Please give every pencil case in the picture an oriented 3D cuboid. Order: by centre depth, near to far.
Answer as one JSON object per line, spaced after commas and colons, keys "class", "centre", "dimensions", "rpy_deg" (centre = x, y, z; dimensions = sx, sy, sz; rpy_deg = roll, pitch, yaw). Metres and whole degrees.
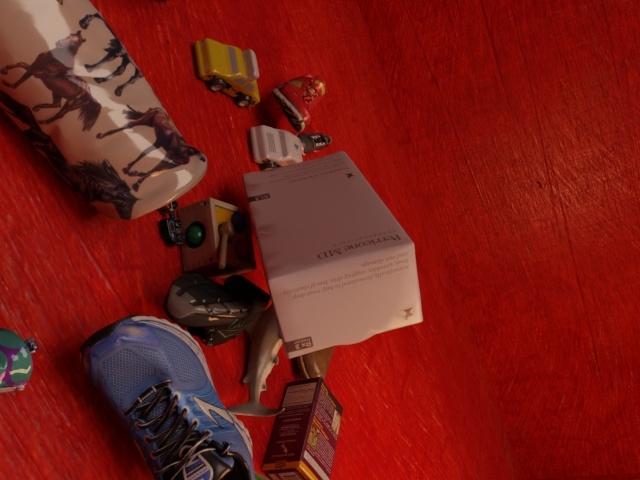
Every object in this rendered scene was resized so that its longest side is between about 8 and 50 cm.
{"class": "pencil case", "centre": [-0.338, 0.132, 0.481], "dimensions": [0.070, 0.064, 0.152], "rpy_deg": [49, 25, 6]}
{"class": "pencil case", "centre": [-0.305, -0.209, 0.648], "dimensions": [0.410, 0.160, 0.183], "rpy_deg": [58, 43, -30]}

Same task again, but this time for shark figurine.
{"class": "shark figurine", "centre": [-0.111, 0.182, 0.939], "dimensions": [0.116, 0.166, 0.278], "rpy_deg": [34, 58, -19]}

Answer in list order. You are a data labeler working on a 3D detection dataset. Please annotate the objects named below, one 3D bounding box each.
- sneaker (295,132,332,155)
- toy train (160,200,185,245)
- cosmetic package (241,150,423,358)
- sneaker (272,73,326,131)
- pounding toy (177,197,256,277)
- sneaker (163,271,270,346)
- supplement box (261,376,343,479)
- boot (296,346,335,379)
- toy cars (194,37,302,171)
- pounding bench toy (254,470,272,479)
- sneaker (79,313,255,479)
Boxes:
{"class": "sneaker", "centre": [-0.015, -0.267, 1.418], "dimensions": [0.158, 0.065, 0.061], "rpy_deg": [-35, 108, -65]}
{"class": "toy train", "centre": [-0.249, -0.068, 0.845], "dimensions": [0.036, 0.027, 0.158], "rpy_deg": [-6, 81, -55]}
{"class": "cosmetic package", "centre": [0.000, 0.000, 0.897], "dimensions": [0.385, 0.217, 0.156], "rpy_deg": [-119, -165, -60]}
{"class": "sneaker", "centre": [-0.042, -0.351, 1.280], "dimensions": [0.107, 0.118, 0.279], "rpy_deg": [57, 11, -27]}
{"class": "pounding toy", "centre": [-0.167, 0.002, 0.882], "dimensions": [0.141, 0.100, 0.130], "rpy_deg": [19, 58, -62]}
{"class": "sneaker", "centre": [-0.155, 0.114, 0.794], "dimensions": [0.101, 0.106, 0.267], "rpy_deg": [35, 4, 16]}
{"class": "supplement box", "centre": [-0.027, 0.362, 0.984], "dimensions": [0.104, 0.081, 0.188], "rpy_deg": [59, 28, -29]}
{"class": "boot", "centre": [0.020, 0.175, 1.165], "dimensions": [0.112, 0.115, 0.305], "rpy_deg": [57, 30, -36]}
{"class": "toy cars", "centre": [-0.125, -0.280, 1.164], "dimensions": [0.393, 0.087, 0.176], "rpy_deg": [58, 29, -32]}
{"class": "pounding bench toy", "centre": [-0.119, 0.392, 0.812], "dimensions": [0.052, 0.083, 0.065], "rpy_deg": [-13, 119, -64]}
{"class": "sneaker", "centre": [-0.165, 0.228, 0.654], "dimensions": [0.329, 0.130, 0.147], "rpy_deg": [60, -11, -28]}
